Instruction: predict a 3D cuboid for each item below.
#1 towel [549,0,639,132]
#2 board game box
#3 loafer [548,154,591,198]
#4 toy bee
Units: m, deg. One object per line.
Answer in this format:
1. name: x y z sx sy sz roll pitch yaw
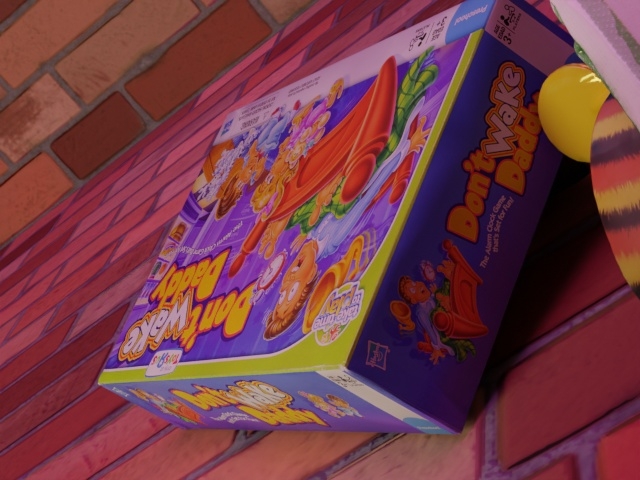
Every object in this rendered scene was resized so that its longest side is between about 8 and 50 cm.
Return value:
1. towel: 0.267 -0.111 0.471 0.325 0.038 0.247 -36 50 14
2. board game box: 0.000 0.000 0.822 0.347 0.078 0.233 -14 48 59
3. loafer: 0.111 -0.031 0.819 0.170 0.062 0.061 -23 40 60
4. toy bee: 0.186 -0.106 0.643 0.195 0.162 0.298 -34 17 29
